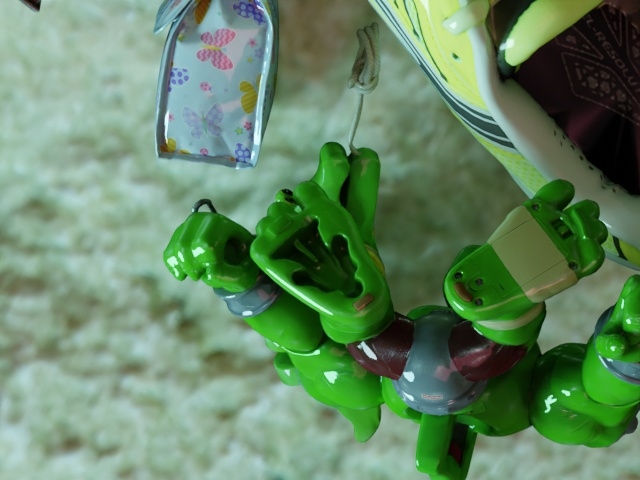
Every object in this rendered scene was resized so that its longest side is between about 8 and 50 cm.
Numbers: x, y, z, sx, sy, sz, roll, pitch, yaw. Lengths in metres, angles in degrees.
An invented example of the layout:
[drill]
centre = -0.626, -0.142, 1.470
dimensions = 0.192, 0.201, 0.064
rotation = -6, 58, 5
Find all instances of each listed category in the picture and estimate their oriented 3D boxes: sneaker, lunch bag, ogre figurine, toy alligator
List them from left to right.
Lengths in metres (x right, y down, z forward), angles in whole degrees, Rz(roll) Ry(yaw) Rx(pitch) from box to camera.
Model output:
[lunch bag]
centre = -0.042, -0.080, 0.703
dimensions = 0.053, 0.071, 0.083
rotation = 9, 112, -4
[toy alligator]
centre = 0.000, 0.000, 0.744
dimensions = 0.051, 0.056, 0.190
rotation = -2, 111, -4
[ogre figurine]
centre = 0.046, 0.036, 0.665
dimensions = 0.197, 0.097, 0.118
rotation = -9, 147, 8
[sneaker]
centre = 0.061, -0.146, 0.646
dimensions = 0.145, 0.147, 0.385
rotation = -40, 107, 12

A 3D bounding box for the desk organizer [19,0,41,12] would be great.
[desk organizer]
centre = -0.148, -0.152, 0.680
dimensions = 0.130, 0.047, 0.050
rotation = 36, 102, -16
